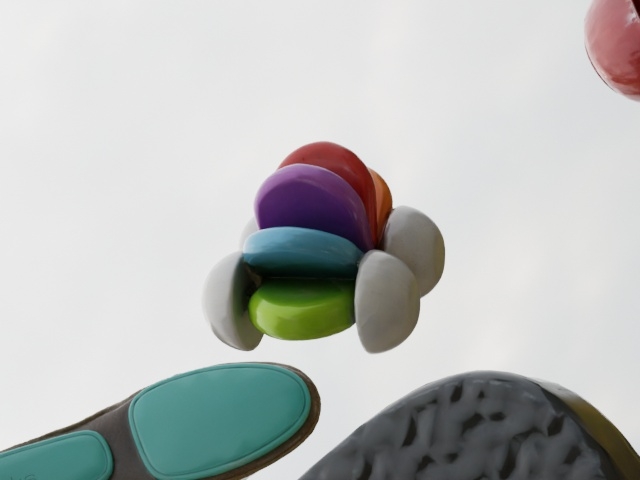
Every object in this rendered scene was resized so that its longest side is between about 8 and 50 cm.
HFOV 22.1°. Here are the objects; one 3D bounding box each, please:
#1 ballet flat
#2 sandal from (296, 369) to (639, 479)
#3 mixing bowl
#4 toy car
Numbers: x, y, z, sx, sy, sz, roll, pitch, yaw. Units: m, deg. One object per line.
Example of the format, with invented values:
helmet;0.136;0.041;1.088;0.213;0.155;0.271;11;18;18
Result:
ballet flat;-0.160;0.203;1.440;0.342;0.116;0.124;-22;-30;-4
sandal;-0.042;0.216;0.663;0.445;0.168;0.107;-34;-28;21
mixing bowl;0.336;-0.209;1.681;0.098;0.181;0.181;-31;-4;40
toy car;0.000;0.000;1.210;0.182;0.159;0.136;-55;-38;-57
